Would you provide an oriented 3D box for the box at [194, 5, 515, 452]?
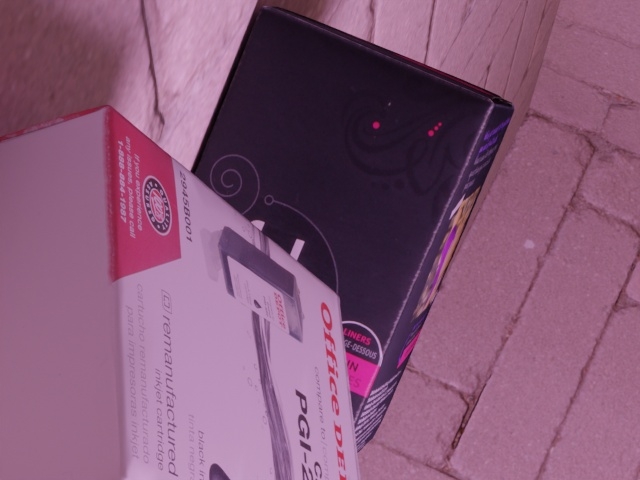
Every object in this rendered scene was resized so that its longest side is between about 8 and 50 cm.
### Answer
[{"bbox_3d":[0.000,0.000,0.929,0.270,0.165,0.143,-68,169,9],"label":"box"}]

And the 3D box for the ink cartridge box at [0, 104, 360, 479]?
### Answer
[{"bbox_3d":[-0.065,0.066,0.587,0.218,0.092,0.158,44,35,-56],"label":"ink cartridge box"}]
